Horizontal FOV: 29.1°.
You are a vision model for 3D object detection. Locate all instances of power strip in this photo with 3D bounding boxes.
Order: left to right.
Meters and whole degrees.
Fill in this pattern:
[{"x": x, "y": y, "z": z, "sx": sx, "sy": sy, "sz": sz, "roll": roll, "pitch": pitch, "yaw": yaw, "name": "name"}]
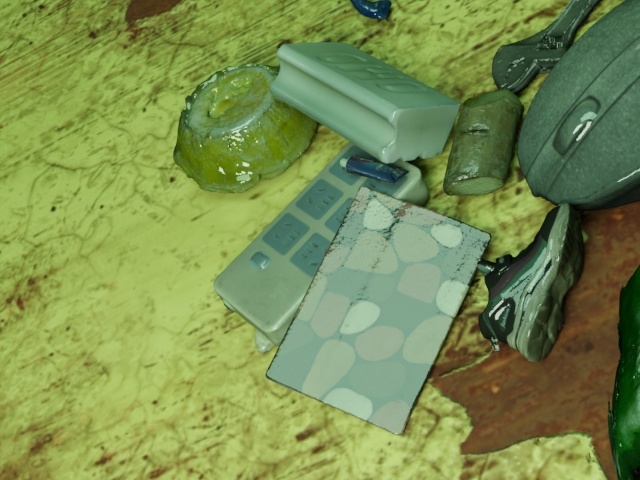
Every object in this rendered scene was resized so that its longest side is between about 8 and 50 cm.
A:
[{"x": 0.000, "y": 0.000, "z": 1.347, "sx": 0.270, "sy": 0.046, "sz": 0.118, "roll": -46, "pitch": 50, "yaw": -10, "name": "power strip"}]

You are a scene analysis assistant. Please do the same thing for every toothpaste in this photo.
[{"x": 0.056, "y": -0.077, "z": 1.333, "sx": 0.083, "sy": 0.019, "sz": 0.027, "roll": 17, "pitch": 40, "yaw": 36, "name": "toothpaste"}]

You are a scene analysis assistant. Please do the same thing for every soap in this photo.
[{"x": 0.050, "y": -0.158, "z": 1.384, "sx": 0.119, "sy": 0.067, "sz": 0.198, "roll": -11, "pitch": 35, "yaw": -42, "name": "soap"}]

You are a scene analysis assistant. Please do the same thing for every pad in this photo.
[{"x": 0.061, "y": 0.066, "z": 1.261, "sx": 0.158, "sy": 0.003, "sz": 0.235, "roll": 21, "pitch": 72, "yaw": 21, "name": "pad"}]

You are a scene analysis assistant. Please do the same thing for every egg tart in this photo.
[{"x": -0.096, "y": -0.149, "z": 1.481, "sx": 0.197, "sy": 0.078, "sz": 0.197, "roll": -12, "pitch": 49, "yaw": 15, "name": "egg tart"}]

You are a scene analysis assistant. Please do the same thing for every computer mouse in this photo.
[{"x": 0.360, "y": -0.174, "z": 1.251, "sx": 0.374, "sy": 0.114, "sz": 0.203, "roll": -35, "pitch": 50, "yaw": 0, "name": "computer mouse"}]

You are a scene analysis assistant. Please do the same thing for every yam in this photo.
[{"x": 0.175, "y": -0.109, "z": 1.323, "sx": 0.069, "sy": 0.070, "sz": 0.146, "roll": 2, "pitch": 59, "yaw": 27, "name": "yam"}]

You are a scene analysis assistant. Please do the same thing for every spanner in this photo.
[{"x": 0.306, "y": -0.281, "z": 1.415, "sx": 0.093, "sy": 0.026, "sz": 0.325, "roll": 27, "pitch": 70, "yaw": 38, "name": "spanner"}]

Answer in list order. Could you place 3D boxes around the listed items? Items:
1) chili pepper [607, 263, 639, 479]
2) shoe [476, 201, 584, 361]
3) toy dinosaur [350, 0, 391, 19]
[{"x": 0.347, "y": 0.112, "z": 0.981, "sx": 0.248, "sy": 0.233, "sz": 0.257, "roll": -11, "pitch": 47, "yaw": 14, "name": "chili pepper"}, {"x": 0.196, "y": 0.035, "z": 1.213, "sx": 0.099, "sy": 0.071, "sz": 0.169, "roll": 8, "pitch": 64, "yaw": 34, "name": "shoe"}, {"x": -0.022, "y": -0.350, "z": 1.599, "sx": 0.247, "sy": 0.075, "sz": 0.188, "roll": -2, "pitch": 63, "yaw": 18, "name": "toy dinosaur"}]
